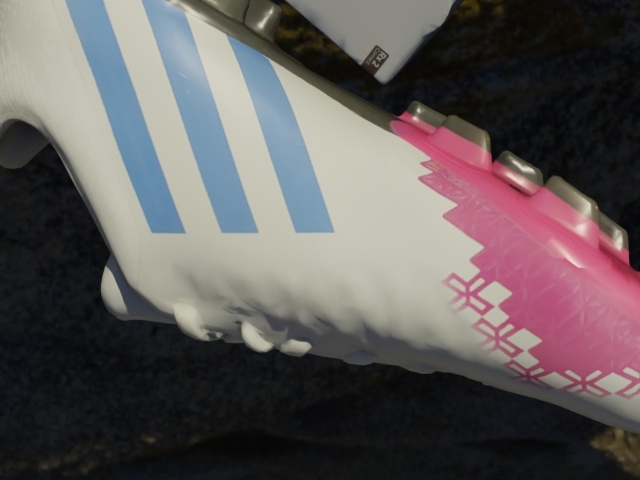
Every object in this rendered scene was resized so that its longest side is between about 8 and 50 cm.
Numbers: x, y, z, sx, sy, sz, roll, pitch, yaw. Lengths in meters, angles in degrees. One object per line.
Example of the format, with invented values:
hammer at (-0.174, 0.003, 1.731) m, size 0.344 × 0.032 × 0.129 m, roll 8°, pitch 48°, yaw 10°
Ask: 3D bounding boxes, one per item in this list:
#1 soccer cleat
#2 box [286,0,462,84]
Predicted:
soccer cleat at (0.000, 0.000, 0.414) m, size 0.331 × 0.116 × 0.143 m, roll 34°, pitch 99°, yaw 12°
box at (0.059, -0.272, 0.906) m, size 0.182 × 0.119 × 0.181 m, roll 41°, pitch 134°, yaw -1°
